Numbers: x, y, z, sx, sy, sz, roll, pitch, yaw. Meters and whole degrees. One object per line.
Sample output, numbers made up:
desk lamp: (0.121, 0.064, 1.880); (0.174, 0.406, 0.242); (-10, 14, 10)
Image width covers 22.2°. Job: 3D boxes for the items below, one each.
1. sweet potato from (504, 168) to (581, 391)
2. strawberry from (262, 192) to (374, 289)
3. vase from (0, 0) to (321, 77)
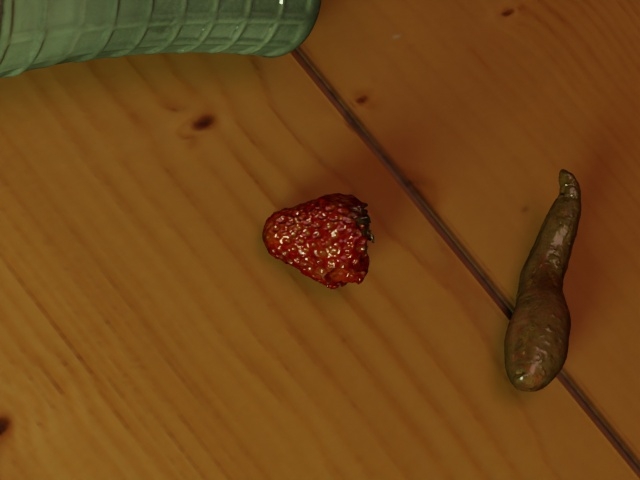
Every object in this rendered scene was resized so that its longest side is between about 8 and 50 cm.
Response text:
sweet potato: (0.179, 0.035, 1.286); (0.050, 0.050, 0.214); (29, 50, -14)
strawberry: (0.000, 0.000, 1.193); (0.083, 0.073, 0.073); (-3, 54, 7)
vase: (-0.143, -0.183, 1.174); (0.299, 0.143, 0.143); (-9, 65, -41)
